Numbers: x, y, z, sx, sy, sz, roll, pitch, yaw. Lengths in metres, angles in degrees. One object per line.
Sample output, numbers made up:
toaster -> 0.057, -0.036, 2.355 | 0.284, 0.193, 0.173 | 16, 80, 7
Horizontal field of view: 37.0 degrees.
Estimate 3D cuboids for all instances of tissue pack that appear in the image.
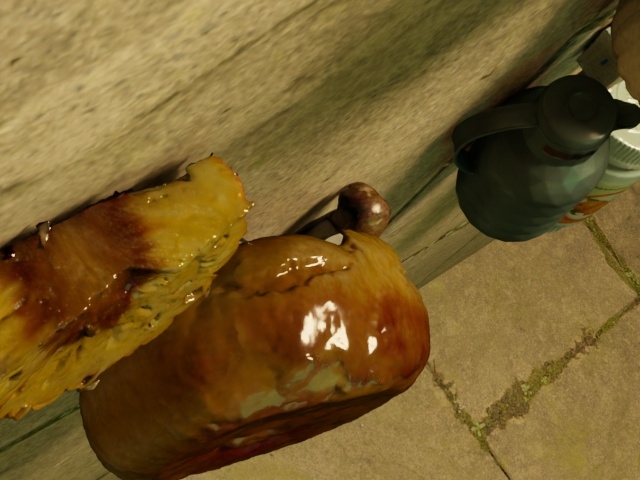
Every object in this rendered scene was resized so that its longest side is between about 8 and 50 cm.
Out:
tissue pack -> 0.355, -0.222, 1.098 | 0.094, 0.059, 0.074 | -31, 172, -25

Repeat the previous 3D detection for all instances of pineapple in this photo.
pineapple -> -0.145, 0.041, 0.568 | 0.233, 0.079, 0.135 | -30, 172, -28

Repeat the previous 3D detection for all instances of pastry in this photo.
pastry -> -0.060, 0.112, 0.897 | 0.356, 0.164, 0.356 | -20, 166, -5

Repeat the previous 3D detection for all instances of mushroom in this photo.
mushroom -> 0.000, 0.000, 0.984 | 0.187, 0.060, 0.061 | -34, -175, 39

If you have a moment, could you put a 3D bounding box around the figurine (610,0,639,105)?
figurine -> 0.372, -0.231, 0.834 | 0.332, 0.204, 0.185 | 79, 33, -59

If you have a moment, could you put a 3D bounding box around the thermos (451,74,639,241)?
thermos -> 0.235, -0.100, 1.089 | 0.182, 0.145, 0.286 | -1, 165, -3

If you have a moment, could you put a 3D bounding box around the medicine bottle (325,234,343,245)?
medicine bottle -> -0.014, 0.053, 1.143 | 0.119, 0.069, 0.183 | -33, 170, -16

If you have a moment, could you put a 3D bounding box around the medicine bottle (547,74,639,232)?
medicine bottle -> 0.378, -0.127, 1.365 | 0.158, 0.158, 0.318 | -32, 170, -21
